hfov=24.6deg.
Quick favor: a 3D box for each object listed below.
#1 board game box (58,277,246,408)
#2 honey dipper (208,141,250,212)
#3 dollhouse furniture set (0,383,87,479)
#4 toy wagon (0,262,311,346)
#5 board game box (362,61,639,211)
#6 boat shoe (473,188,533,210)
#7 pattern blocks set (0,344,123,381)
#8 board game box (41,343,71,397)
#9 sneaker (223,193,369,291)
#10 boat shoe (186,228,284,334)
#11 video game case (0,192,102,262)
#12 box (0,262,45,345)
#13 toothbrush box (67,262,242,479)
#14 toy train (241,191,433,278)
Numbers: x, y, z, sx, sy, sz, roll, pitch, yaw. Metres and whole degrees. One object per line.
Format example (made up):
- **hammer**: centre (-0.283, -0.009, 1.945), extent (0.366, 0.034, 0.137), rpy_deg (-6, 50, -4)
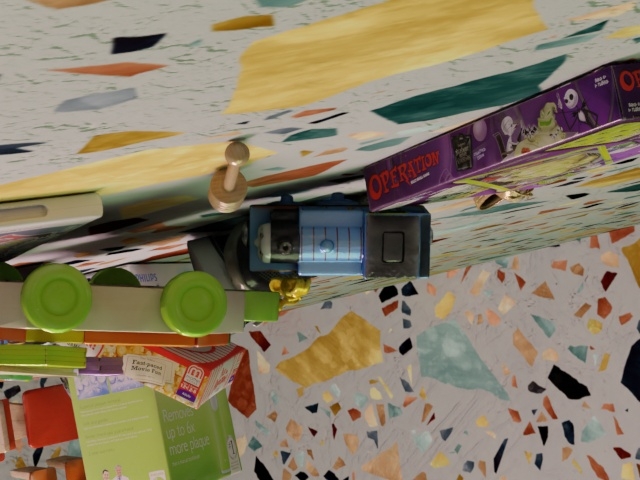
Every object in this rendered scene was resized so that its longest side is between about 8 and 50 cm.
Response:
- **board game box**: centre (-0.188, 0.104, 1.524), extent (0.193, 0.045, 0.147), rpy_deg (24, -171, 7)
- **honey dipper**: centre (-0.066, -0.049, 1.111), extent (0.030, 0.030, 0.161), rpy_deg (-11, 173, -9)
- **dollhouse furniture set**: centre (-0.400, 0.250, 2.063), extent (0.135, 0.262, 0.259), rpy_deg (-11, 178, 34)
- **toy wagon**: centre (-0.172, 0.058, 1.328), extent (0.344, 0.068, 0.267), rpy_deg (4, 178, -24)
- **board game box**: centre (0.211, -0.088, 1.233), extent (0.208, 0.056, 0.347), rpy_deg (-4, 172, -31)
- **boat shoe**: centre (0.198, -0.061, 1.500), extent (0.050, 0.045, 0.135), rpy_deg (-10, 175, -25)
- **pattern blocks set**: centre (-0.323, 0.110, 1.298), extent (0.285, 0.026, 0.325), rpy_deg (-7, 169, 43)
- **board game box**: centre (-0.330, 0.142, 1.938), extent (0.060, 0.194, 0.194), rpy_deg (-33, 158, 7)
- **sneaker**: centre (0.000, 0.000, 1.517), extent (0.130, 0.087, 0.227), rpy_deg (-17, 176, 34)
- **boat shoe**: centre (-0.081, 0.040, 1.622), extent (0.105, 0.113, 0.306), rpy_deg (-18, 178, -2)
- **video game case**: centre (-0.297, 0.002, 1.168), extent (0.183, 0.023, 0.201), rpy_deg (-8, 174, -35)
- **box**: centre (-0.455, 0.099, 1.654), extent (0.293, 0.073, 0.295), rpy_deg (-11, 174, -14)
- **toothbrush box**: centre (-0.216, 0.177, 1.846), extent (0.122, 0.283, 0.206), rpy_deg (-15, 174, 19)
- **toy train**: centre (0.018, -0.002, 1.377), extent (0.184, 0.080, 0.105), rpy_deg (1, -173, -4)
